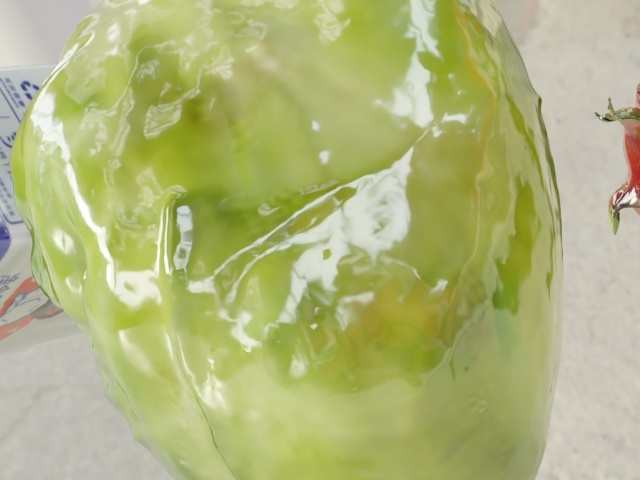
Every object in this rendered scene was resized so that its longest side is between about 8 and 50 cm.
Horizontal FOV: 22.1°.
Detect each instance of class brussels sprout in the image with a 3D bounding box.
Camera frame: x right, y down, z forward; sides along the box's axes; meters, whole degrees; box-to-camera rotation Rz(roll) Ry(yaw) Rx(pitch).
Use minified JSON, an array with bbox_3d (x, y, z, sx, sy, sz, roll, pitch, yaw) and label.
[{"bbox_3d":[0.000,0.000,0.509,0.161,0.223,0.223,-26,28,9],"label":"brussels sprout"}]

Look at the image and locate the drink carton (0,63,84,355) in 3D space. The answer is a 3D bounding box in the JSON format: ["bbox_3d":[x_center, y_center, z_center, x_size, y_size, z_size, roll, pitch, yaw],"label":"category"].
[{"bbox_3d":[-0.114,-0.021,0.892,0.130,0.106,0.315,-43,-19,33],"label":"drink carton"}]

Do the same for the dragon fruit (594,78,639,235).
[{"bbox_3d":[0.255,-0.082,1.103,0.135,0.236,0.137,-3,30,37],"label":"dragon fruit"}]
